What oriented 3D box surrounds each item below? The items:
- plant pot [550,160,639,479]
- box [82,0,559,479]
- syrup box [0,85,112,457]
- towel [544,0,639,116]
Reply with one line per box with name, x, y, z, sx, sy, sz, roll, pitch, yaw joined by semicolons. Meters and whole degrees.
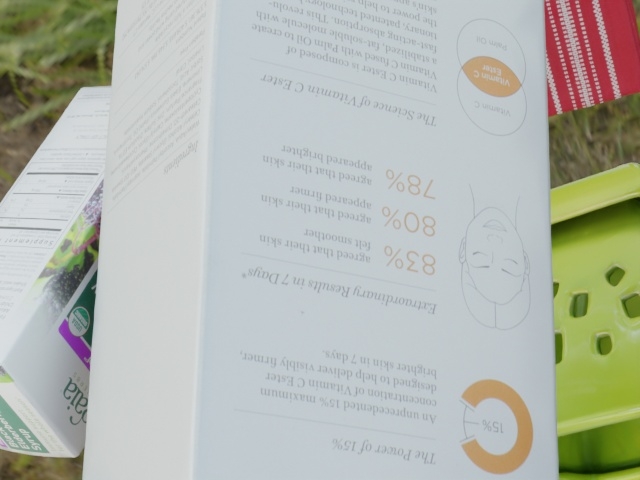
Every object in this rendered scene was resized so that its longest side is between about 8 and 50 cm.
plant pot;0.233;0.072;1.202;0.227;0.228;0.207;-20;65;38
box;0.000;0.000;0.862;0.168;0.215;0.345;-32;51;56
syrup box;-0.153;0.014;0.956;0.096;0.093;0.237;2;49;33
towel;0.175;-0.194;1.474;0.275;0.199;0.031;-14;39;12
